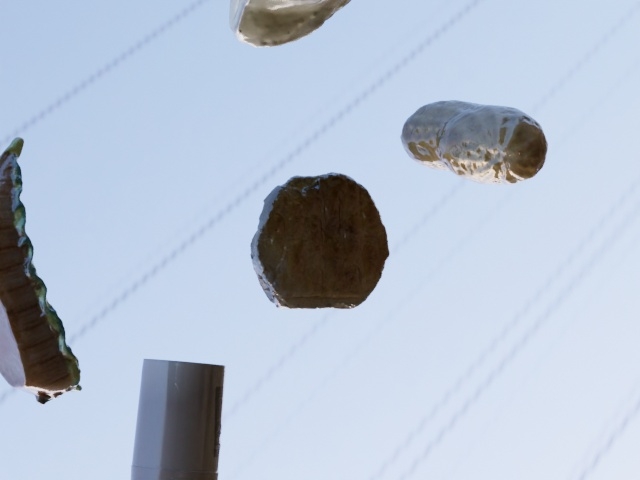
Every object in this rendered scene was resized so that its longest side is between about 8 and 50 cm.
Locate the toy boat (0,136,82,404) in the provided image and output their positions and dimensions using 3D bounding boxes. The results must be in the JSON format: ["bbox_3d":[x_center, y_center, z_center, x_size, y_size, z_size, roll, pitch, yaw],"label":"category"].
[{"bbox_3d":[-0.335,0.037,1.878,0.099,0.108,0.293,-15,-87,-41],"label":"toy boat"}]

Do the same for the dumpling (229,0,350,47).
[{"bbox_3d":[0.011,-0.273,1.431,0.179,0.131,0.252,0,-67,-43],"label":"dumpling"}]

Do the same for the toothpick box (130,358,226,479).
[{"bbox_3d":[-0.178,0.242,2.154,0.111,0.111,0.180,13,-100,-58],"label":"toothpick box"}]

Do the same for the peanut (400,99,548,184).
[{"bbox_3d":[0.183,-0.122,2.100,0.108,0.226,0.095,-15,-71,-33],"label":"peanut"}]

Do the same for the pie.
[{"bbox_3d":[0.000,0.000,2.165,0.195,0.046,0.195,0,-91,-32],"label":"pie"}]
